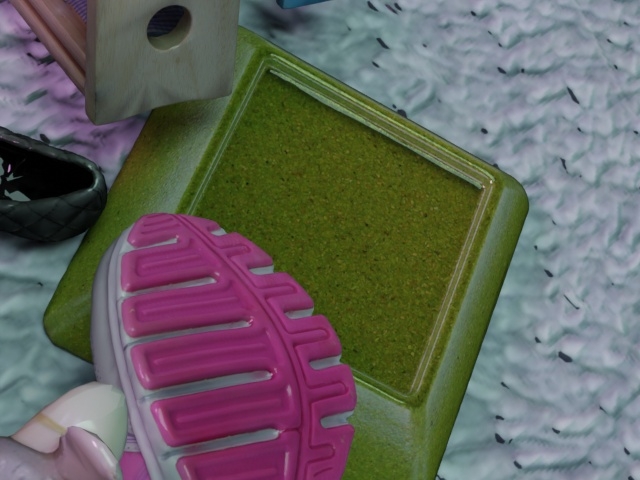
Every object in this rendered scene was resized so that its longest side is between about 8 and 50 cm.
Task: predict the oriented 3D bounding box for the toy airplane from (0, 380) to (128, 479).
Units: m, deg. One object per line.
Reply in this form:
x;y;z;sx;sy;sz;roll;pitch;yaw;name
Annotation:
-0.252;0.045;0.457;0.384;0.272;0.386;-21;83;10;toy airplane

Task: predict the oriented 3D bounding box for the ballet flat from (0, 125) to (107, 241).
-0.171;-0.043;0.624;0.173;0.049;0.057;15;61;-15;ballet flat

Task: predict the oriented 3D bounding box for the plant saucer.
0.000;0.000;0.677;0.188;0.045;0.188;28;59;-8;plant saucer

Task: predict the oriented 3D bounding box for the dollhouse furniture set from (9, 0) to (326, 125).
-0.039;-0.156;0.657;0.183;0.129;0.129;-16;45;-27;dollhouse furniture set

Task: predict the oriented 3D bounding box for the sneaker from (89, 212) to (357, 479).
-0.046;0.112;0.564;0.103;0.111;0.252;6;62;-41;sneaker
